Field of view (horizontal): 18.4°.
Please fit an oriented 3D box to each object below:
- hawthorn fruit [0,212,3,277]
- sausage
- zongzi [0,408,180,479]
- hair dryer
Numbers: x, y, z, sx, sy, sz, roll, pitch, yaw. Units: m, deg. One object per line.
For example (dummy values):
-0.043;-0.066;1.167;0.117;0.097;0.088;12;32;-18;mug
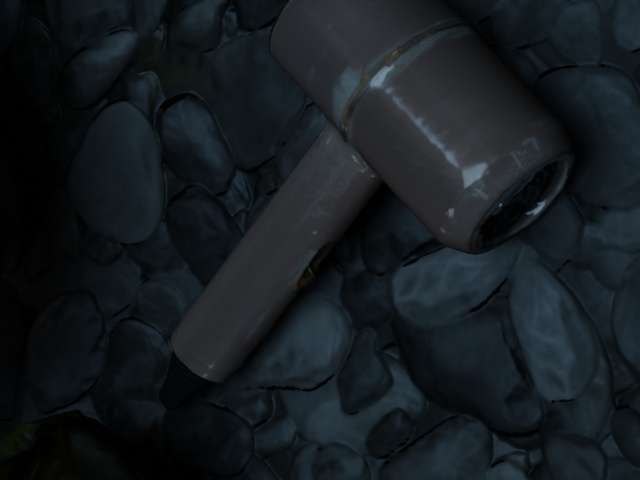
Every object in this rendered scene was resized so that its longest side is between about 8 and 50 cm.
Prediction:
-0.443;-0.006;1.324;0.471;0.471;0.472;-1;88;30;hawthorn fruit
-0.246;-0.064;1.422;0.043;0.043;0.186;-22;77;28;sausage
-0.260;0.307;1.366;0.208;0.432;0.403;33;74;-13;zongzi
0.000;0.000;1.258;0.189;0.106;0.344;49;120;20;hair dryer
